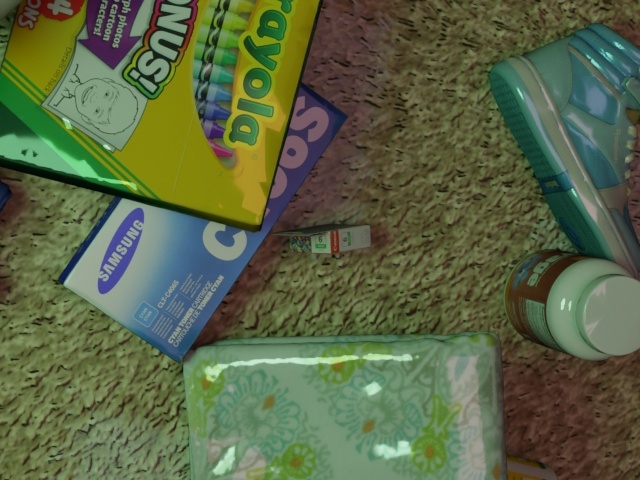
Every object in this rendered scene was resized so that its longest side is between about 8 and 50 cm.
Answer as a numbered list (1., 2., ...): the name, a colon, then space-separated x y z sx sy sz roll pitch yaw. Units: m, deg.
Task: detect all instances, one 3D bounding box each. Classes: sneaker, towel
1. sneaker: 0.364 -0.118 2.035 0.208 0.127 0.319 -31 102 -10
2. towel: 0.027 0.269 1.914 0.374 0.090 0.321 -2 95 13

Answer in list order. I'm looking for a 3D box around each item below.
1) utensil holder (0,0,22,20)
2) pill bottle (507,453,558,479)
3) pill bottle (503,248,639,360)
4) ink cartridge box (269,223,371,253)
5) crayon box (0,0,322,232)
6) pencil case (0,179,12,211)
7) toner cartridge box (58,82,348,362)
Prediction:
1. utensil holder: -0.318 -0.426 1.642 0.385 0.327 0.327 -45 104 -14
2. pill bottle: 0.172 0.304 2.016 0.208 0.117 0.118 15 90 -16
3. pill bottle: 0.309 0.077 1.985 0.121 0.216 0.121 -1 94 -16
4. ink cartridge box: 0.000 0.000 1.947 0.115 0.062 0.029 -11 100 -50
5. crayon box: -0.169 -0.223 1.833 0.313 0.106 0.363 14 84 1
6. pencil case: -0.479 -0.113 1.805 0.133 0.119 0.306 -38 105 20
7. toner cartridge box: -0.135 -0.049 1.927 0.165 0.075 0.348 35 85 -13
